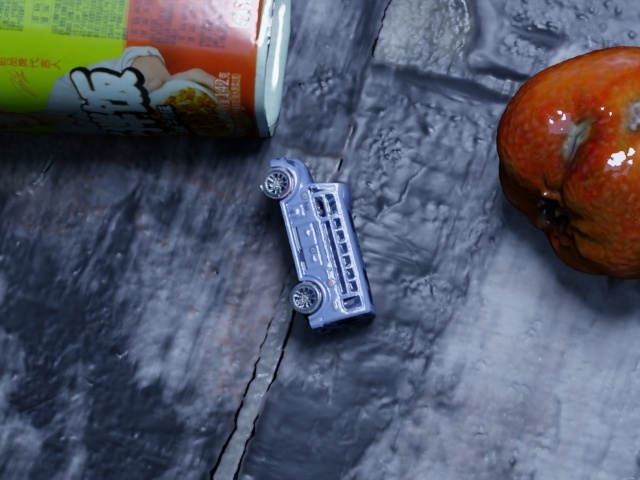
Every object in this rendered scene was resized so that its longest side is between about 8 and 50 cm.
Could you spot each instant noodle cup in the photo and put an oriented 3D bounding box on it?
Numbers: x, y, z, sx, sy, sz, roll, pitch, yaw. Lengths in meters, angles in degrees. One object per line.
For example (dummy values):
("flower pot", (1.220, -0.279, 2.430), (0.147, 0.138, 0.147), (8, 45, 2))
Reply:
("instant noodle cup", (-0.186, -0.214, 1.658), (0.308, 0.294, 0.293), (6, 81, 2))

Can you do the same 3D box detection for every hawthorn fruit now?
("hawthorn fruit", (0.287, -0.090, 1.597), (0.243, 0.207, 0.207), (-36, 77, -13))

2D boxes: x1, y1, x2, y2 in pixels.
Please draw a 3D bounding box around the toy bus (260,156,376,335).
("toy bus", (0.000, 0.000, 1.675), (0.076, 0.073, 0.167), (-15, 80, 7))
